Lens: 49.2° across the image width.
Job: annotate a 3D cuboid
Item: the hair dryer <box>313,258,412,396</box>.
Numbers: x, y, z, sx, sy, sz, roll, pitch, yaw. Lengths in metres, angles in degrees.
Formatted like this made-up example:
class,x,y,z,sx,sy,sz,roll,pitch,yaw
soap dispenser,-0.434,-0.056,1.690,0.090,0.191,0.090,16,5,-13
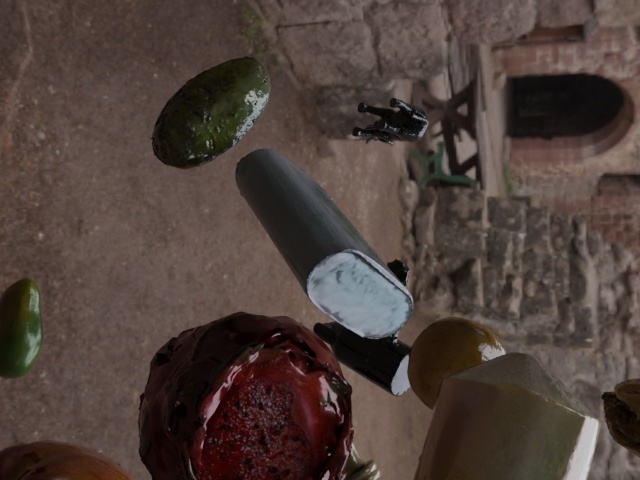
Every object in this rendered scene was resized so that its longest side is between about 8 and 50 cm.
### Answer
class,x,y,z,sx,sy,sz,roll,pitch,yaw
hair dryer,0.114,0.161,1.547,0.116,0.244,0.302,-17,124,-46

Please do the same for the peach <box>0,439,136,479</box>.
class,x,y,z,sx,sy,sz,roll,pitch,yaw
peach,-0.456,0.553,1.205,0.406,0.335,0.310,56,1,-12

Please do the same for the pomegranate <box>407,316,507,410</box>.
class,x,y,z,sx,sy,sz,roll,pitch,yaw
pomegranate,0.245,0.231,1.288,0.196,0.196,0.196,0,90,-72

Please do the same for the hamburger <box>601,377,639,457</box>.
class,x,y,z,sx,sy,sz,roll,pitch,yaw
hamburger,0.686,0.342,1.307,0.259,0.283,0.144,-128,-137,-67

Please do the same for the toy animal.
class,x,y,z,sx,sy,sz,roll,pitch,yaw
toy animal,0.142,-0.262,1.596,0.269,0.137,0.082,0,-100,64

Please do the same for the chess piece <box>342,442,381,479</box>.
class,x,y,z,sx,sy,sz,roll,pitch,yaw
chess piece,0.090,0.525,1.538,0.397,0.117,0.117,58,13,12

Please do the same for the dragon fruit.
class,x,y,z,sx,sy,sz,roll,pitch,yaw
dragon fruit,-0.101,0.245,0.929,0.296,0.302,0.295,16,60,-29

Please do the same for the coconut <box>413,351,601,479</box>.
class,x,y,z,sx,sy,sz,roll,pitch,yaw
coconut,0.260,0.277,0.975,0.244,0.239,0.239,-70,158,-12

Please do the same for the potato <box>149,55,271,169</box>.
class,x,y,z,sx,sy,sz,roll,pitch,yaw
potato,-0.145,-0.181,0.933,0.198,0.119,0.054,-36,157,-13

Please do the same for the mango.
class,x,y,z,sx,sy,sz,roll,pitch,yaw
mango,-0.591,0.174,1.360,0.085,0.122,0.191,19,57,-41

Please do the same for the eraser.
class,x,y,z,sx,sy,sz,roll,pitch,yaw
eraser,0.000,0.000,0.828,0.174,0.081,0.227,35,12,-43
